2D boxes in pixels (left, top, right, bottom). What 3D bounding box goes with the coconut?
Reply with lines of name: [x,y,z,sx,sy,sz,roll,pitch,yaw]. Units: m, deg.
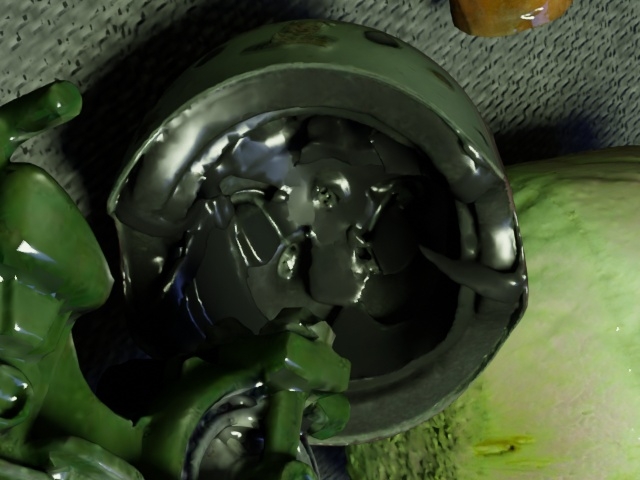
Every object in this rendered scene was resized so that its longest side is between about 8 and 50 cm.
coconut: [0.131,0.061,0.776,0.236,0.204,0.236,11,68,-30]

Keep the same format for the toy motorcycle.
toy motorcycle: [-0.112,0.055,0.562,0.275,0.205,0.127,31,58,-38]

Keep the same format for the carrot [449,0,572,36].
carrot: [0.065,-0.187,0.647,0.057,0.057,0.224,-33,132,-24]

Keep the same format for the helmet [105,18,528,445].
helmet: [-0.001,-0.015,0.647,0.153,0.107,0.177,-6,134,3]
